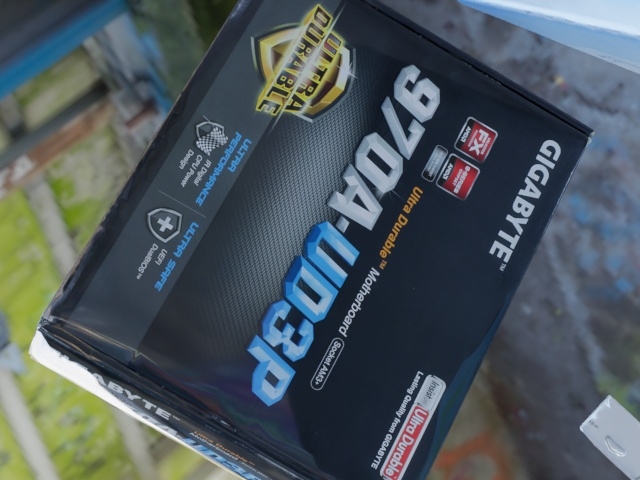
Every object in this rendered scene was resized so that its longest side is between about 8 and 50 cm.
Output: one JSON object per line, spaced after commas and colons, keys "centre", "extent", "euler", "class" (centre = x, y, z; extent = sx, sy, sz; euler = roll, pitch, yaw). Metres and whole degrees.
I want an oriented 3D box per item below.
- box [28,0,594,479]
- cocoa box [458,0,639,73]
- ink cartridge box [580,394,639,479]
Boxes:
{"centre": [0.000, 0.000, 0.738], "extent": [0.175, 0.220, 0.051], "euler": [31, 155, -2], "class": "box"}
{"centre": [0.234, -0.127, 0.494], "extent": [0.231, 0.228, 0.347], "euler": [15, -172, -23], "class": "cocoa box"}
{"centre": [0.337, 0.224, 1.807], "extent": [0.088, 0.052, 0.122], "euler": [43, -178, 21], "class": "ink cartridge box"}
